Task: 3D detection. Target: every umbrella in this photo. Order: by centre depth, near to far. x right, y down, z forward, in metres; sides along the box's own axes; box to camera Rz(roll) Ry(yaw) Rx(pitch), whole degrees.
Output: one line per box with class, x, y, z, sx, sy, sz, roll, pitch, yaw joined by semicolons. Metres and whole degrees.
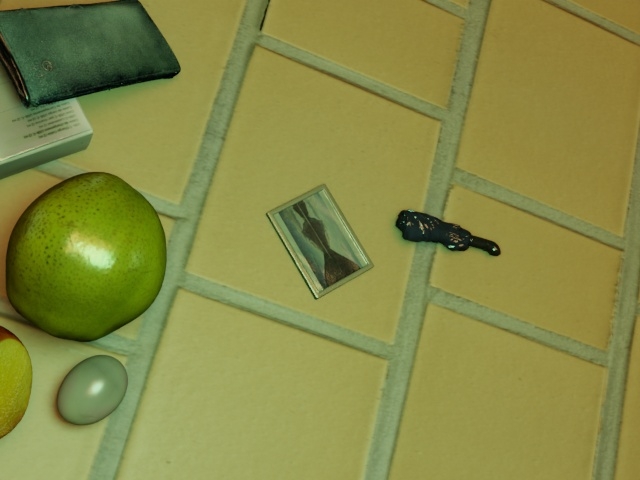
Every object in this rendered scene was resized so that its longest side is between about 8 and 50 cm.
umbrella;0.271;-0.009;2.001;0.248;0.071;0.070;14;69;-24

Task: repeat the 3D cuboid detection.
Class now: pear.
pear;-0.395;0.026;1.610;0.294;0.294;0.294;6;72;-19

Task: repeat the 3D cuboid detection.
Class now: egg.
egg;-0.395;0.260;1.631;0.103;0.103;0.135;44;67;-4

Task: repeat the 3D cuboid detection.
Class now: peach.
peach;-0.559;0.231;1.533;0.192;0.190;0.190;41;63;16

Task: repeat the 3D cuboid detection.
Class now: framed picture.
framed picture;0.000;0.000;1.912;0.150;0.015;0.203;-28;85;-25

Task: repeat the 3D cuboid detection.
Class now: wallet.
wallet;-0.436;-0.363;1.762;0.379;0.046;0.190;-26;86;-51

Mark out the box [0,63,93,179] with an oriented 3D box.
box;-0.567;-0.258;1.726;0.203;0.106;0.251;-25;83;-28
